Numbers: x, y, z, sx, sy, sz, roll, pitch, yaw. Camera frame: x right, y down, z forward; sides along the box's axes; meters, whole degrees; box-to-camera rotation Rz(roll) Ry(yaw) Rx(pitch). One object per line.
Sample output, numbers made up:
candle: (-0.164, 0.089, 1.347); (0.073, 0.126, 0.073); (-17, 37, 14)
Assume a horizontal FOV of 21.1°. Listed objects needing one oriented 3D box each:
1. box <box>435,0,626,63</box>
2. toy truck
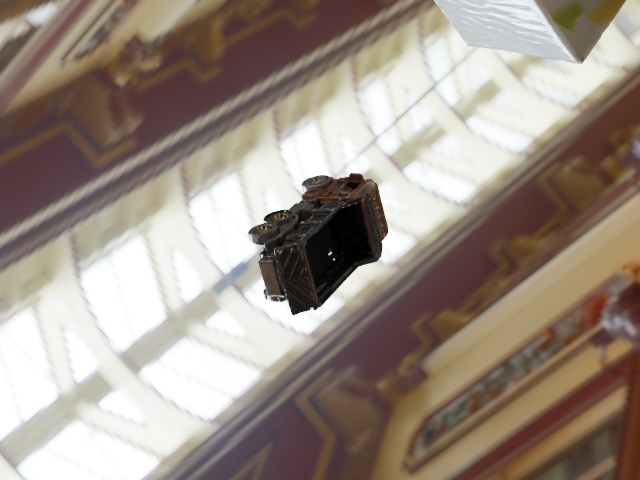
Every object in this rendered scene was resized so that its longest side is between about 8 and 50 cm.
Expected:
box: (0.115, -0.263, 1.031); (0.194, 0.111, 0.260); (-55, -48, -15)
toy truck: (0.000, 0.000, 1.781); (0.192, 0.092, 0.083); (-45, -53, -52)
